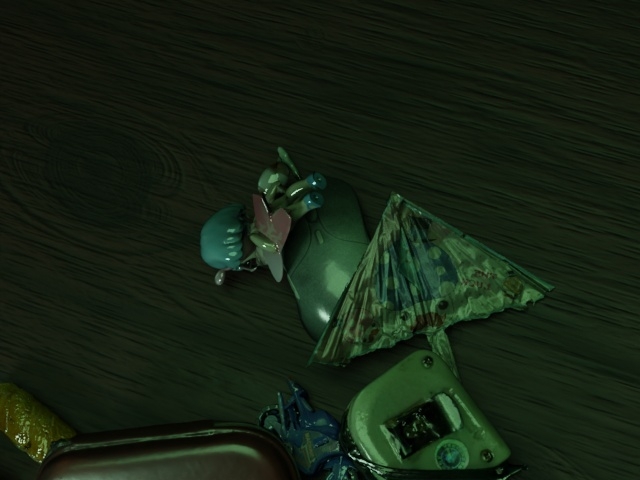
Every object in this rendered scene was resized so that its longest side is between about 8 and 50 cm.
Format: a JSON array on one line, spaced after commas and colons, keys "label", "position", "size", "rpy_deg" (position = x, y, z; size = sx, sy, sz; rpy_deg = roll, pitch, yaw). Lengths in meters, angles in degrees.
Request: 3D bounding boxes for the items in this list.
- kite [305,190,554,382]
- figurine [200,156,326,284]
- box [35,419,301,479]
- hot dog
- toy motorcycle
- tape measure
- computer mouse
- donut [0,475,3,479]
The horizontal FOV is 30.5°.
[{"label": "kite", "position": [0.160, 0.101, 1.793], "size": [0.406, 0.014, 0.369], "rpy_deg": [-16, 86, -7]}, {"label": "figurine", "position": [-0.093, -0.048, 1.833], "size": [0.260, 0.102, 0.205], "rpy_deg": [-31, 51, 41]}, {"label": "box", "position": [-0.221, 0.396, 1.729], "size": [0.403, 0.108, 0.263], "rpy_deg": [-7, 103, 9]}, {"label": "hot dog", "position": [-0.420, 0.319, 1.860], "size": [0.285, 0.061, 0.088], "rpy_deg": [28, 69, 16]}, {"label": "toy motorcycle", "position": [-0.006, 0.300, 1.773], "size": [0.205, 0.076, 0.114], "rpy_deg": [36, 83, 28]}, {"label": "tape measure", "position": [0.148, 0.294, 1.683], "size": [0.207, 0.115, 0.235], "rpy_deg": [-32, 78, -22]}, {"label": "computer mouse", "position": [0.000, 0.000, 1.864], "size": [0.167, 0.090, 0.379], "rpy_deg": [-25, 69, 1]}, {"label": "donut", "position": [-0.571, 0.446, 1.813], "size": [0.126, 0.144, 0.187], "rpy_deg": [20, 50, -5]}]
